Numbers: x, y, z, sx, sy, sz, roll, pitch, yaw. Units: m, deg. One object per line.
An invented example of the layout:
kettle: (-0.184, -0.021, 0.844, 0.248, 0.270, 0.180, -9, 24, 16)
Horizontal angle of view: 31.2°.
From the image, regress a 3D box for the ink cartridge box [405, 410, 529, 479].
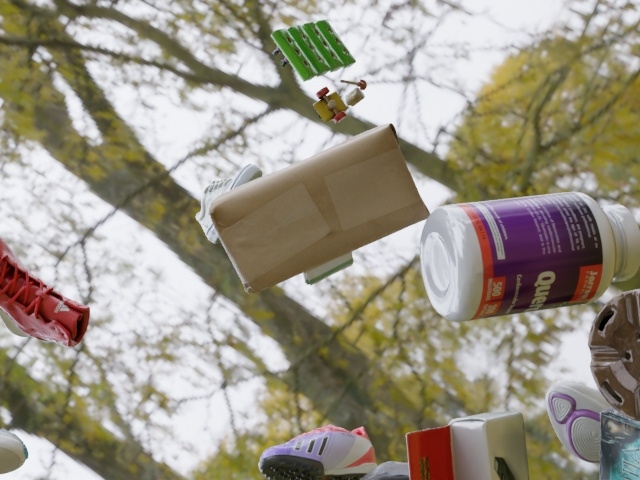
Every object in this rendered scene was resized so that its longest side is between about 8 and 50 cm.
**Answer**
ink cartridge box: (0.191, 0.355, 1.396, 0.239, 0.060, 0.275, 5, -101, -60)

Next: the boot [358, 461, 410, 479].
boot: (0.185, 0.463, 1.775, 0.264, 0.281, 0.096, -30, -1, 17)

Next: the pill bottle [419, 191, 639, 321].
pill bottle: (0.330, 0.021, 1.795, 0.322, 0.182, 0.182, -7, -46, -16)

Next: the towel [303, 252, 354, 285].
towel: (0.000, 0.000, 2.235, 0.113, 0.023, 0.152, -26, -65, -21)

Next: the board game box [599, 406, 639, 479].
board game box: (0.470, 0.350, 1.693, 0.026, 0.126, 0.186, -22, -63, -37)

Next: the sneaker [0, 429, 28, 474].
sneaker: (-0.579, 0.361, 1.822, 0.092, 0.228, 0.087, -101, 4, -58)

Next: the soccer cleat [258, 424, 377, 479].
soccer cleat: (-0.008, 0.420, 2.279, 0.108, 0.117, 0.318, -28, -29, 36)

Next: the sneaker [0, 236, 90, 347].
sneaker: (-0.341, 0.052, 1.335, 0.087, 0.128, 0.221, -67, -30, -21)

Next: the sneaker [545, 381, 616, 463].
sneaker: (0.509, 0.316, 1.932, 0.114, 0.305, 0.152, -53, 9, 37)

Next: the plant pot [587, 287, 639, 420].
plant pot: (0.361, 0.103, 1.123, 0.165, 0.167, 0.167, -3, -56, -37)

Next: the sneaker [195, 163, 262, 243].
sneaker: (-0.206, -0.090, 2.438, 0.094, 0.091, 0.258, -41, -8, -42)

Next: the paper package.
paper package: (-0.007, -0.058, 1.933, 0.324, 0.168, 0.309, -24, 5, -1)

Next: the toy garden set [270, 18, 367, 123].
toy garden set: (0.006, -0.325, 2.230, 0.049, 0.204, 0.244, -36, -2, 27)
